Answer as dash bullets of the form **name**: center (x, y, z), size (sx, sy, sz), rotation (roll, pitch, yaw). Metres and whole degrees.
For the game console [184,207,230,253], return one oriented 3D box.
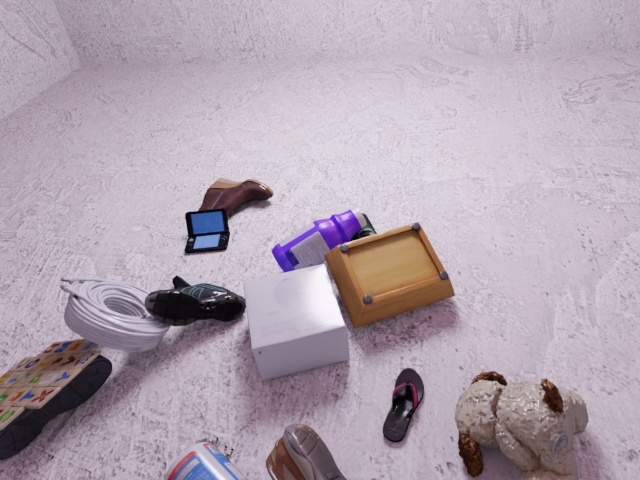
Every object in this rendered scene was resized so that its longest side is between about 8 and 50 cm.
- **game console**: center (-0.379, -0.031, 1.558), size (0.144, 0.085, 0.124), rotation (-6, 40, 4)

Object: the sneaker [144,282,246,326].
- **sneaker**: center (-0.339, 0.167, 1.272), size (0.267, 0.101, 0.106), rotation (9, 17, -33)

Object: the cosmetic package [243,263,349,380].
- **cosmetic package**: center (-0.064, 0.202, 1.191), size (0.224, 0.138, 0.224), rotation (-12, 39, -5)

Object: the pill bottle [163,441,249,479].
- **pill bottle**: center (-0.183, 0.494, 0.881), size (0.221, 0.124, 0.124), rotation (28, 52, 35)

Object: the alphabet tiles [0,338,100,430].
- **alphabet tiles**: center (-0.688, 0.331, 1.125), size (0.342, 0.011, 0.285), rotation (-12, 24, 32)

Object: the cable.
- **cable**: center (-0.518, 0.191, 1.219), size (0.257, 0.089, 0.257), rotation (33, 10, 25)

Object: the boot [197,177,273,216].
- **boot**: center (-0.309, -0.124, 1.679), size (0.248, 0.090, 0.207), rotation (10, 56, 19)

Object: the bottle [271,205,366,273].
- **bottle**: center (0.000, 0.000, 1.385), size (0.283, 0.118, 0.092), rotation (-33, 31, -2)

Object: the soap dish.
- **soap dish**: center (0.185, 0.081, 1.261), size (0.291, 0.118, 0.229), rotation (-16, 61, -11)

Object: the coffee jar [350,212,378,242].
- **coffee jar**: center (0.134, -0.002, 1.440), size (0.096, 0.079, 0.184), rotation (-17, 40, -10)

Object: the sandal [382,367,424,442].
- **sandal**: center (0.185, 0.355, 1.044), size (0.067, 0.040, 0.179), rotation (11, 44, 21)

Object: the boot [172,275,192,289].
- **boot**: center (-0.425, 0.161, 1.377), size (0.121, 0.045, 0.099), rotation (26, 58, 38)

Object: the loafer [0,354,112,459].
- **loafer**: center (-0.651, 0.371, 1.124), size (0.095, 0.109, 0.302), rotation (24, 53, 38)

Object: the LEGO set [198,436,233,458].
- **LEGO set**: center (-0.230, 0.446, 1.022), size (0.083, 0.023, 0.054), rotation (-2, 41, 8)

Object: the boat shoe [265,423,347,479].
- **boat shoe**: center (0.008, 0.501, 0.867), size (0.116, 0.123, 0.324), rotation (-46, 54, 8)

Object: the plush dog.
- **plush dog**: center (0.373, 0.351, 0.930), size (0.225, 0.210, 0.262), rotation (-10, 30, 41)
